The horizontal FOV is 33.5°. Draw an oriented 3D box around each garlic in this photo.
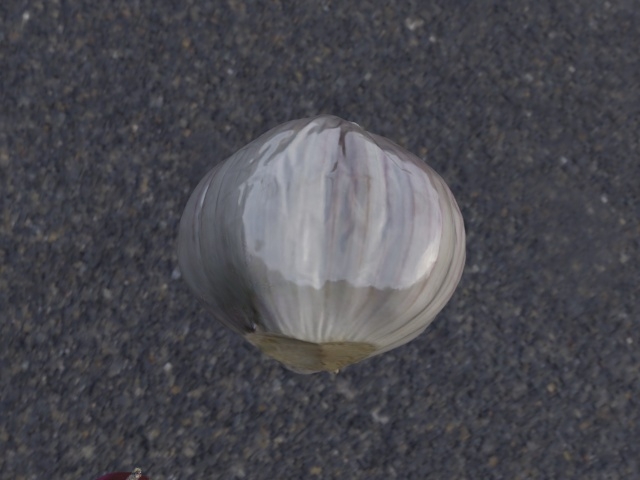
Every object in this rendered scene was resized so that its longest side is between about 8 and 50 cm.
[{"bbox_3d":[0.000,0.000,1.119,0.317,0.317,0.260,19,73,-15],"label":"garlic"}]

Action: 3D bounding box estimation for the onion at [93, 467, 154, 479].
[{"bbox_3d":[-0.293,0.391,1.592,0.150,0.140,0.150,5,39,-4],"label":"onion"}]
